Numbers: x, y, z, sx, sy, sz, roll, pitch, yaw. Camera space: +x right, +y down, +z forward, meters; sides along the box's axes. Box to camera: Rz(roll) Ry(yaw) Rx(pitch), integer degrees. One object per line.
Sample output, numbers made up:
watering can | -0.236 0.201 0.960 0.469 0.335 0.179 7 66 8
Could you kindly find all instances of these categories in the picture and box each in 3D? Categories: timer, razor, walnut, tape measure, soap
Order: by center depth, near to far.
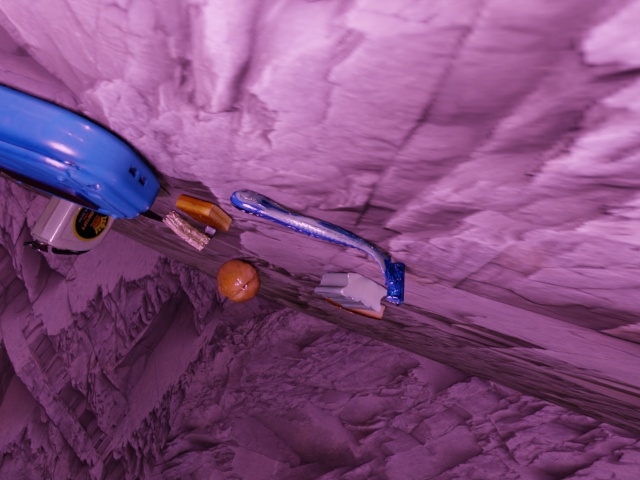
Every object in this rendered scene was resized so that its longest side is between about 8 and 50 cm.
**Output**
razor | 0.006 -0.008 0.770 0.324 0.093 0.056 28 127 -8
timer | -0.471 -0.149 0.836 0.339 0.115 0.309 20 168 5
soap | 0.070 0.125 1.178 0.114 0.063 0.198 28 167 -16
tape measure | -0.730 -0.053 1.410 0.115 0.235 0.207 21 168 17
walnut | -0.304 0.148 1.747 0.159 0.159 0.206 29 173 -29

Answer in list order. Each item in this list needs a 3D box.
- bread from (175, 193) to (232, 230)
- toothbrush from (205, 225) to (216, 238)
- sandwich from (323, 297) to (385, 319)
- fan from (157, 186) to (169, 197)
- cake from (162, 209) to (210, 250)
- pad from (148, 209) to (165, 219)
bread | -0.249 -0.060 1.016 0.094 0.035 0.090 17 167 24
toothbrush | -0.337 -0.012 1.411 0.031 0.023 0.321 32 165 -11
sandwich | 0.077 0.183 1.433 0.192 0.058 0.162 24 169 -17
fan | -0.465 -0.165 1.005 0.182 0.010 0.310 6 160 43
cake | -0.361 -0.025 1.281 0.055 0.051 0.140 19 159 47
pad | -0.596 -0.113 1.486 0.181 0.004 0.267 15 166 32
